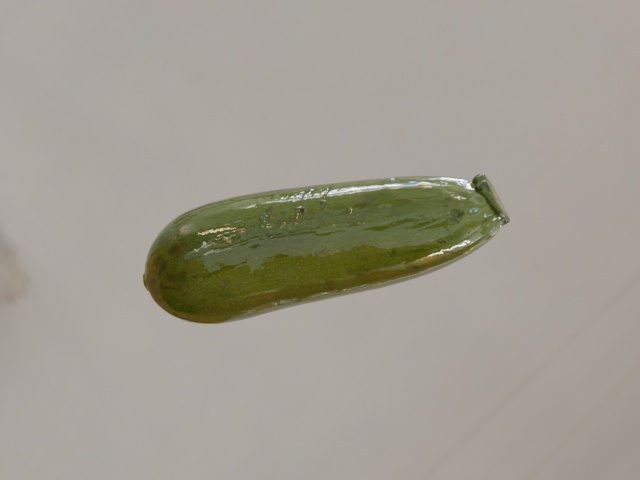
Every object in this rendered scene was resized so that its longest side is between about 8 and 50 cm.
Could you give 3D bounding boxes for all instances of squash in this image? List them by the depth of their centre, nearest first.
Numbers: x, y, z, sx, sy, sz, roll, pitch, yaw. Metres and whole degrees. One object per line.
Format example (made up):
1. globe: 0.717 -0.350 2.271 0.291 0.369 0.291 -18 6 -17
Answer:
1. squash: 0.000 0.000 0.920 0.066 0.201 0.066 -12 90 -74
